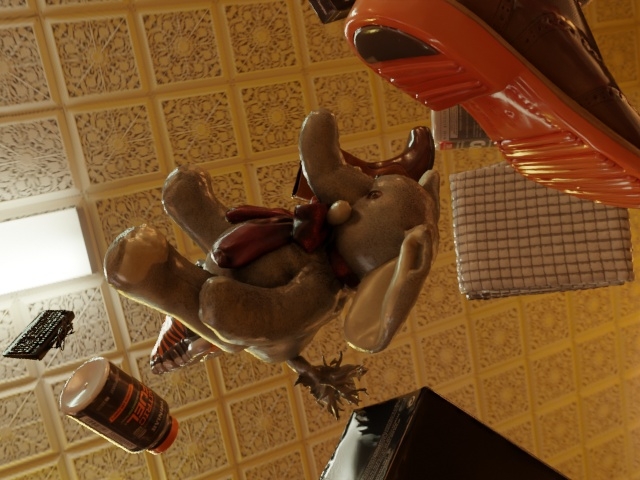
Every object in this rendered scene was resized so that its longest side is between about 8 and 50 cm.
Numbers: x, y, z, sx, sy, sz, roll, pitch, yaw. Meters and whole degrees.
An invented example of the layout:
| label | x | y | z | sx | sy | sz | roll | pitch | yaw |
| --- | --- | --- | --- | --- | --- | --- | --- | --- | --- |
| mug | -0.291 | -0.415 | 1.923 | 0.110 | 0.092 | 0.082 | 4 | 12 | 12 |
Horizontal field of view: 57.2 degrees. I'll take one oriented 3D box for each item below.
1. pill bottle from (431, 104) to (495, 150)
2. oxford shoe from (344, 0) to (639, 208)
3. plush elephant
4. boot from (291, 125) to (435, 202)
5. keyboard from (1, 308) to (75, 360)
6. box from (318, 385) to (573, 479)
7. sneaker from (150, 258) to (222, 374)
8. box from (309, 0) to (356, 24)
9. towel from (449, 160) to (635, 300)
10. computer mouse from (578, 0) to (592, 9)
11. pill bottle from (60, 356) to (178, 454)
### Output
| label | x | y | z | sx | sy | sz | roll | pitch | yaw |
| --- | --- | --- | --- | --- | --- | --- | --- | --- | --- |
| pill bottle | 0.423 | -0.314 | 1.475 | 0.282 | 0.161 | 0.162 | -2 | -81 | 10 |
| oxford shoe | 0.197 | -0.133 | 0.480 | 0.363 | 0.130 | 0.133 | 27 | -97 | -27 |
| plush elephant | 0.000 | 0.000 | 0.594 | 0.330 | 0.272 | 0.255 | 44 | -75 | -8 |
| boot | 0.093 | -0.170 | 1.274 | 0.280 | 0.096 | 0.264 | 20 | -95 | -14 |
| keyboard | -0.536 | 0.172 | 1.153 | 0.100 | 0.192 | 0.038 | 5 | -71 | -5 |
| box | 0.147 | 0.257 | 0.547 | 0.261 | 0.184 | 0.103 | 33 | -115 | -2 |
| sneaker | -0.245 | 0.134 | 1.080 | 0.124 | 0.321 | 0.180 | -11 | -105 | -39 |
| box | 0.031 | -0.299 | 0.624 | 0.162 | 0.029 | 0.116 | -32 | -90 | -39 |
| towel | 0.376 | -0.022 | 1.012 | 0.121 | 0.283 | 0.235 | 33 | -127 | -60 |
| computer mouse | 0.234 | -0.299 | 0.515 | 0.188 | 0.272 | 0.072 | 9 | -131 | -13 |
| pill bottle | -0.408 | 0.358 | 1.232 | 0.130 | 0.130 | 0.246 | -47 | -52 | -10 |
